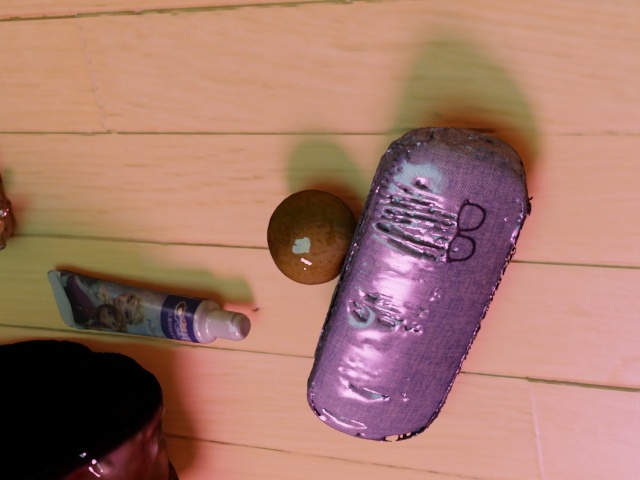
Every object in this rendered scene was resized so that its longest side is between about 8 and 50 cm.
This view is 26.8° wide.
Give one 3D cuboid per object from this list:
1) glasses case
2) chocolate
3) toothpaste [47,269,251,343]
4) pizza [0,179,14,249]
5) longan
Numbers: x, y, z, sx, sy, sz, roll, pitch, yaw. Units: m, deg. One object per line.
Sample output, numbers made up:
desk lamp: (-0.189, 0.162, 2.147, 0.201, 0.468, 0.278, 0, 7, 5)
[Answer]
glasses case: (0.067, 0.039, 0.985, 0.109, 0.067, 0.282, 15, 124, -6)
chocolate: (-0.258, 0.233, 1.206, 0.340, 0.225, 0.210, 0, 123, 34)
toothpaste: (-0.151, 0.062, 1.159, 0.216, 0.037, 0.062, 7, 120, 33)
pizza: (-0.351, -0.095, 1.169, 0.251, 0.074, 0.287, 48, 131, -4)
longan: (0.000, 0.000, 1.016, 0.083, 0.075, 0.075, 21, 127, -3)
